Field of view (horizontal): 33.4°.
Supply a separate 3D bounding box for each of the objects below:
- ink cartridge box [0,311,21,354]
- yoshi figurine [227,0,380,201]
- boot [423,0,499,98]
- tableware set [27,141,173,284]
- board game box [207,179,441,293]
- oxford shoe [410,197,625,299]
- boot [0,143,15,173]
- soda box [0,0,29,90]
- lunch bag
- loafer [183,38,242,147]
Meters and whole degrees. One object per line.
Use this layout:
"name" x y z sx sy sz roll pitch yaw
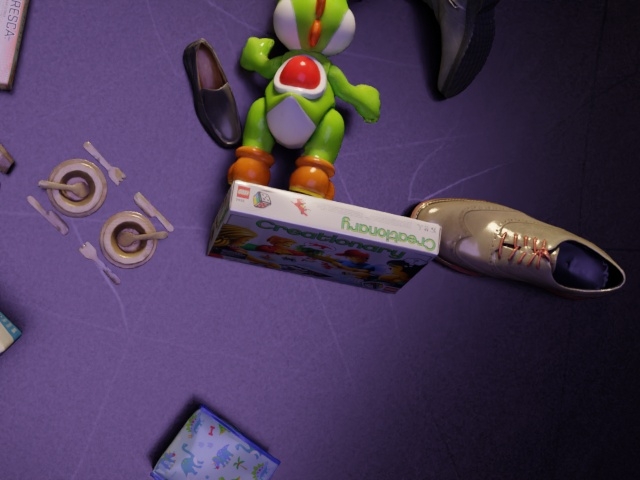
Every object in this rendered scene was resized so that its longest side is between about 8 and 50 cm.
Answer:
"ink cartridge box" -0.597 0.047 1.396 0.166 0.285 0.395 -44 97 -9
"yoshi figurine" -0.023 -0.239 1.579 0.203 0.203 0.362 15 86 -42
"boot" 0.193 -0.361 1.663 0.161 0.247 0.083 35 40 28
"tableware set" -0.321 -0.040 1.579 0.194 0.039 0.128 45 81 -7
"board game box" 0.000 0.000 1.566 0.305 0.193 0.053 12 67 -11
"oxford shoe" 0.311 0.006 1.662 0.348 0.130 0.123 14 86 -11
"boot" -0.504 -0.101 1.547 0.087 0.042 0.118 33 82 -3
"soda box" -0.463 -0.315 1.547 0.063 0.058 0.183 11 86 -11
"lunch bag" -0.154 0.335 1.579 0.151 0.096 0.129 35 82 1
"loafer" -0.161 -0.220 1.604 0.062 0.061 0.170 -25 95 -12
